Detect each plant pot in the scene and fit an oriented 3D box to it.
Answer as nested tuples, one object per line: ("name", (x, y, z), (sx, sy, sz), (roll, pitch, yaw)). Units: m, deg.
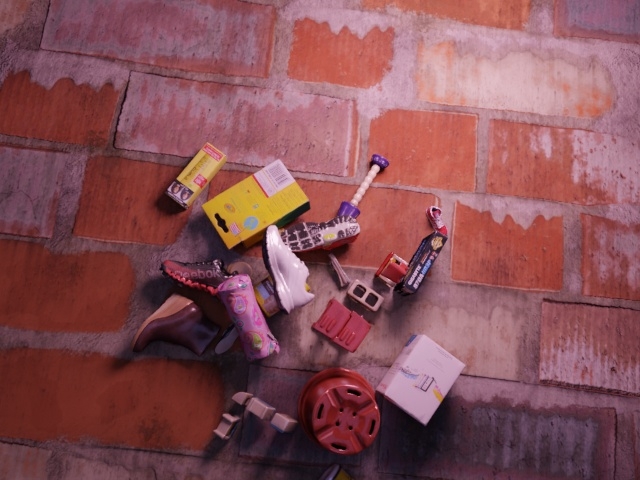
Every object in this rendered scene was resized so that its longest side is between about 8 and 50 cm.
("plant pot", (0.065, 0.543, 1.726), (0.273, 0.265, 0.272), (1, 80, -3))

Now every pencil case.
("pencil case", (-0.232, 0.252, 1.789), (0.124, 0.124, 0.284), (-24, 104, -7))

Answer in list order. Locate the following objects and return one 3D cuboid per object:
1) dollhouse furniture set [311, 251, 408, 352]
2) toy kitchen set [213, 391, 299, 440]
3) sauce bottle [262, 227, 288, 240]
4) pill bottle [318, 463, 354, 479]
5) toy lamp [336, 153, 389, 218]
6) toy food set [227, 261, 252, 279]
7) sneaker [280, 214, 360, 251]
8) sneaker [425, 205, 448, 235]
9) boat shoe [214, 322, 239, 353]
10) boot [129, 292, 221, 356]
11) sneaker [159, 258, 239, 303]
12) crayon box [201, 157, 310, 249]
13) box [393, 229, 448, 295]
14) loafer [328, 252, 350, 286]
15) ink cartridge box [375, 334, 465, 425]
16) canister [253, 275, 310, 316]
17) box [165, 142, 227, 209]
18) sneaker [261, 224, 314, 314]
("dollhouse furniture set", (0.138, 0.179, 1.827), (0.152, 0.201, 0.374), (35, 80, 3))
("toy kitchen set", (-0.209, 0.608, 1.791), (0.207, 0.122, 0.166), (26, 79, 22))
("sauce bottle", (-0.139, -0.023, 1.925), (0.128, 0.042, 0.042), (-7, 81, -6))
("pill bottle", (0.083, 0.814, 1.761), (0.184, 0.103, 0.103), (44, 80, 4))
("toy lamp", (0.145, -0.178, 1.953), (0.080, 0.080, 0.274), (30, 79, 2))
("toy food set", (-0.276, 0.114, 1.902), (0.083, 0.020, 0.082), (-18, 82, -7))
("sneaker", (0.000, 0.000, 1.893), (0.279, 0.118, 0.107), (-10, 60, 2))
("sneaker", (0.419, -0.070, 1.956), (0.042, 0.067, 0.118), (-33, 84, -8))
("boat shoe", (-0.312, 0.324, 1.855), (0.125, 0.038, 0.046), (-52, 129, -5))
("boot", (-0.478, 0.317, 1.817), (0.207, 0.090, 0.248), (39, 76, 6))
("sneaker", (-0.395, 0.108, 1.849), (0.276, 0.097, 0.135), (22, 92, -2))
("crayon box", (-0.220, -0.116, 1.895), (0.319, 0.081, 0.202), (-31, 70, -9))
("box", (0.337, 0.082, 1.870), (0.051, 0.175, 0.220), (32, 80, 1))
("loafer", (0.057, 0.104, 1.916), (0.039, 0.045, 0.125), (-33, 86, -2))
("ink cartridge box", (0.322, 0.451, 1.806), (0.168, 0.171, 0.232), (37, 80, 3))
("canister", (-0.139, 0.167, 1.876), (0.170, 0.073, 0.126), (-35, 83, -7))
("box", (-0.433, -0.225, 1.932), (0.087, 0.058, 0.232), (38, 80, 4))
("sneaker", (-0.113, 0.088, 1.814), (0.129, 0.111, 0.297), (-17, 87, -15))
